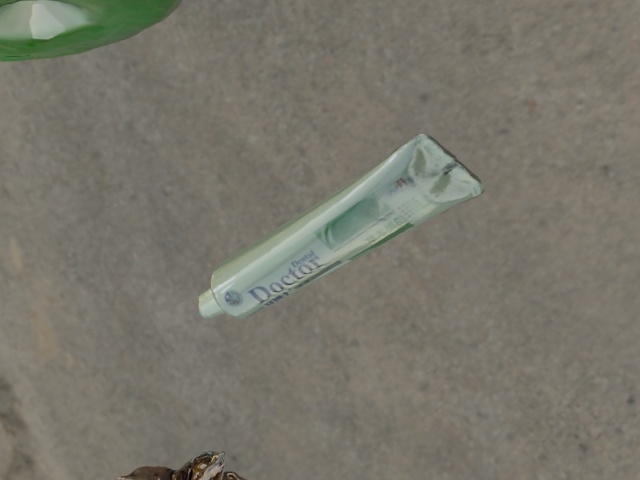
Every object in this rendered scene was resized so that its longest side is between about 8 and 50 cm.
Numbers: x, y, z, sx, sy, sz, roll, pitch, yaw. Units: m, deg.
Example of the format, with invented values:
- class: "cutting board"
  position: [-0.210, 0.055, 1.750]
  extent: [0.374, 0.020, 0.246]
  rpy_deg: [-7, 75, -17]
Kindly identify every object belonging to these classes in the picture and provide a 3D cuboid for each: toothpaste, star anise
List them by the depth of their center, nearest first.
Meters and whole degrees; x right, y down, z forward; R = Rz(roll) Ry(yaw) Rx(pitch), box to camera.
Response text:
- class: "toothpaste"
  position: [0.000, 0.000, 0.670]
  extent: [0.218, 0.041, 0.064]
  rpy_deg: [-30, 130, 31]
- class: "star anise"
  position: [-0.130, 0.254, 1.046]
  extent: [0.129, 0.124, 0.056]
  rpy_deg: [69, -171, -51]

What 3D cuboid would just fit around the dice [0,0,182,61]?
- class: "dice"
  position: [-0.315, -0.362, 1.076]
  extent: [0.297, 0.287, 0.300]
  rpy_deg: [-13, 86, 33]
